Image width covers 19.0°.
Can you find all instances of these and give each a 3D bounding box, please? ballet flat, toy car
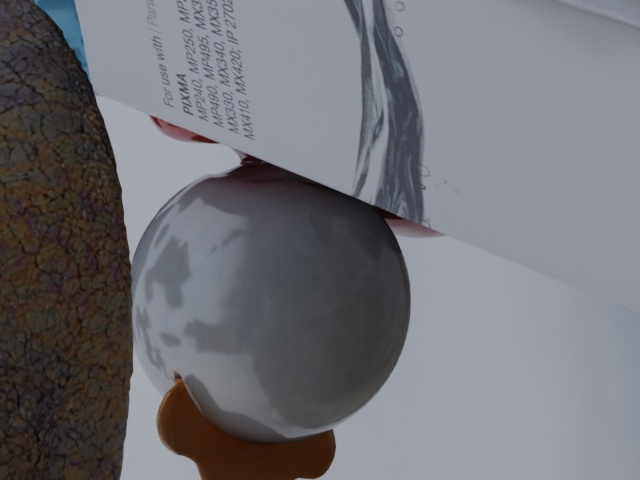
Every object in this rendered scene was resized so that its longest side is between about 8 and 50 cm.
[{"bbox_3d":[-0.113,0.101,0.360,0.106,0.108,0.316,-14,-62,-72],"label":"ballet flat"},{"bbox_3d":[0.000,0.000,0.781,0.210,0.219,0.238,18,-99,-47],"label":"toy car"}]

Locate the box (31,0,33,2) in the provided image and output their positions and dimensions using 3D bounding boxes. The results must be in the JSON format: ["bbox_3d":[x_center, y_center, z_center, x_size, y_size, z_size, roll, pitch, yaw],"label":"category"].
[{"bbox_3d":[-0.347,-0.176,1.702,0.213,0.117,0.243,43,-128,-54],"label":"box"}]

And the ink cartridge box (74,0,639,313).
[{"bbox_3d":[0.073,-0.086,0.494,0.172,0.237,0.100,-50,-30,-32],"label":"ink cartridge box"}]
